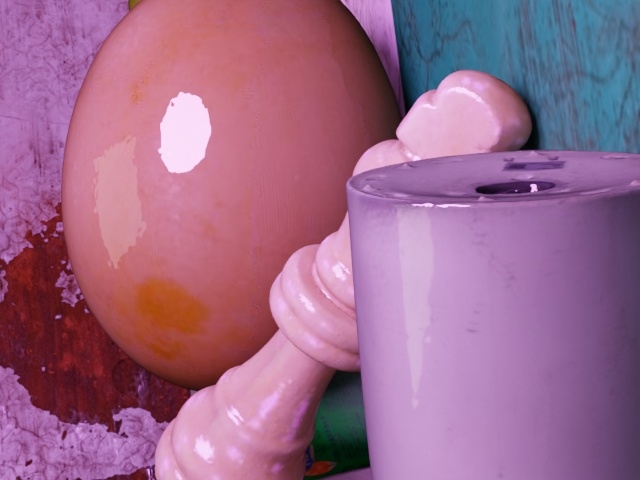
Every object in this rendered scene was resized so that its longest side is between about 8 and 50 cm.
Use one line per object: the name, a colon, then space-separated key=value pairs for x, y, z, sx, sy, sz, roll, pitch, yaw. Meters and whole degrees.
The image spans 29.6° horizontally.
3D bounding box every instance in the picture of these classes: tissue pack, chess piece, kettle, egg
tissue pack: x=0.012 y=0.202 z=1.112 sx=0.209 sy=0.147 sz=0.156 roll=-115 pitch=17 yaw=-56
chess piece: x=0.018 y=0.045 z=0.860 sx=0.397 sy=0.117 sz=0.117 roll=-55 pitch=32 yaw=28
kettle: x=0.113 y=0.083 z=0.630 sx=0.240 sy=0.165 sz=0.255 roll=-36 pitch=-59 yaw=-69
egg: x=-0.071 y=-0.051 z=1.043 sx=0.301 sy=0.300 sz=0.374 roll=-122 pitch=36 yaw=-65

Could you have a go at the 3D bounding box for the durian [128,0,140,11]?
durian: x=-0.120 y=-0.256 z=1.510 sx=0.339 sy=0.204 sz=0.256 roll=35 pitch=143 yaw=64
